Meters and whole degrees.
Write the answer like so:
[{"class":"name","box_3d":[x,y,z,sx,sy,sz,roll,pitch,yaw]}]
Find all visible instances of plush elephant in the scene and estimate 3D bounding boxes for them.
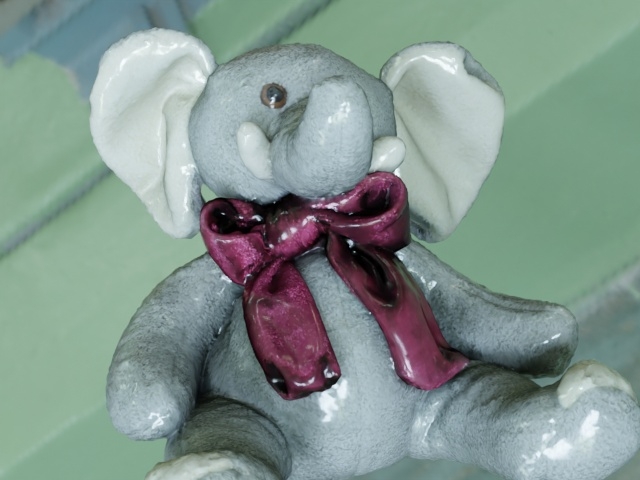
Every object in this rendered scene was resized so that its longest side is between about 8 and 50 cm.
[{"class":"plush elephant","box_3d":[0.000,0.000,0.931,0.330,0.272,0.255,-146,49,-74]}]
